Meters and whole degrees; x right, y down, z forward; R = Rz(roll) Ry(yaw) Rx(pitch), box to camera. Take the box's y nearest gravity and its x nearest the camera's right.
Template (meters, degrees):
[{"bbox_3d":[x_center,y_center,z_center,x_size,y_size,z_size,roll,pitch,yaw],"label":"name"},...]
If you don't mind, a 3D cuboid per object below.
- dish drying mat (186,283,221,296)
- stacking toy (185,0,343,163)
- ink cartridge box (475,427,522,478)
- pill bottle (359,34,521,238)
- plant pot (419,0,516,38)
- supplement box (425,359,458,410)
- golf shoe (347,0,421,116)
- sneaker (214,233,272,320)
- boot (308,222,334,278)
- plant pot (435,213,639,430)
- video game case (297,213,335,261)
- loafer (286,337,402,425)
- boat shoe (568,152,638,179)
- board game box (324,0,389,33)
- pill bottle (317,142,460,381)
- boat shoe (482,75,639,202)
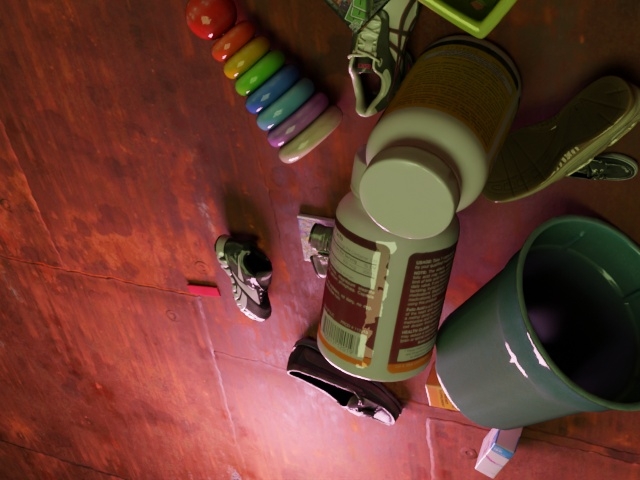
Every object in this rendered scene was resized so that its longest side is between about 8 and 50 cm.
[{"bbox_3d":[-0.275,0.118,2.122,0.083,0.008,0.032,4,131,25],"label":"dish drying mat"},{"bbox_3d":[-0.115,-0.297,1.573,0.330,0.141,0.141,48,135,-11],"label":"stacking toy"},{"bbox_3d":[0.397,0.459,2.001,0.052,0.088,0.122,25,137,6],"label":"ink cartridge box"},{"bbox_3d":[0.182,-0.159,1.376,0.188,0.334,0.188,15,134,16],"label":"pill bottle"},{"bbox_3d":[0.207,-0.448,1.191,0.227,0.207,0.228,33,137,-3],"label":"plant pot"},{"bbox_3d":[0.347,0.321,1.913,0.233,0.080,0.078,4,133,23],"label":"supplement box"},{"bbox_3d":[0.096,-0.327,1.430,0.105,0.120,0.272,12,132,22],"label":"golf shoe"},{"bbox_3d":[-0.145,0.088,1.971,0.106,0.078,0.234,-1,126,33],"label":"sneaker"},{"bbox_3d":[0.069,0.068,1.833,0.161,0.083,0.246,1,120,26],"label":"boot"},{"bbox_3d":[0.392,0.175,1.597,0.341,0.341,0.334,37,145,-7],"label":"plant pot"},{"bbox_3d":[0.000,0.000,1.859,0.087,0.011,0.122,10,133,21],"label":"video game case"},{"bbox_3d":[0.049,0.350,2.090,0.302,0.095,0.109,36,137,-5],"label":"loafer"},{"bbox_3d":[0.448,-0.118,1.481,0.142,0.040,0.049,9,133,22],"label":"boat shoe"},{"bbox_3d":[0.013,-0.453,1.356,0.259,0.030,0.136,47,114,1],"label":"board game box"},{"bbox_3d":[0.126,0.035,1.615,0.224,0.224,0.392,17,117,15],"label":"pill bottle"},{"bbox_3d":[0.385,-0.150,1.432,0.302,0.098,0.109,-38,61,37],"label":"boat shoe"}]
